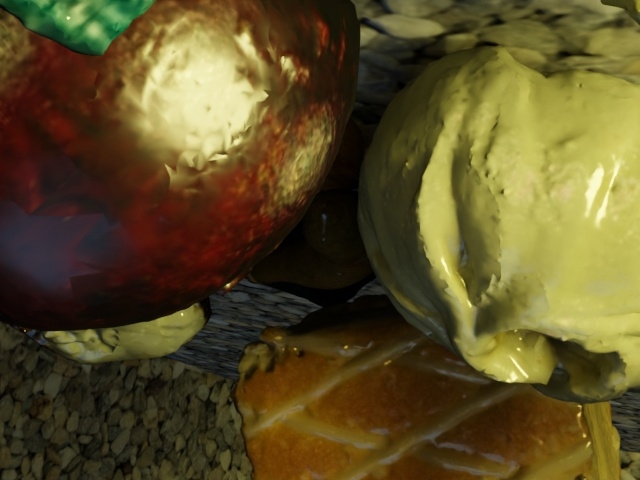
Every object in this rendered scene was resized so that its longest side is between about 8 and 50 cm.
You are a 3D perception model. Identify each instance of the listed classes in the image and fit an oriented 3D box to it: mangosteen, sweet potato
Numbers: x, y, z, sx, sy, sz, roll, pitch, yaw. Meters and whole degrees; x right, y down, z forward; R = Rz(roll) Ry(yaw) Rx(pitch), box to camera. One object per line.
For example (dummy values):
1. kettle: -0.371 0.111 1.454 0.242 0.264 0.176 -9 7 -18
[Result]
1. mangosteen: -0.123 -0.100 0.566 0.297 0.293 0.297 -13 -171 2
2. sweet potato: 0.006 0.002 0.987 0.108 0.079 0.346 9 166 -13

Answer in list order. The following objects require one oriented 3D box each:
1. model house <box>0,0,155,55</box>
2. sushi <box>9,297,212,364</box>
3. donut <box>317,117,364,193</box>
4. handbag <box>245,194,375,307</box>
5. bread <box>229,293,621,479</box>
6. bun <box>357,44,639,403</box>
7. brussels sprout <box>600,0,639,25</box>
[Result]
1. model house: -0.149 -0.160 0.332 0.185 0.291 0.253 1 161 27
2. sushi: -0.196 -0.045 0.864 0.234 0.207 0.348 -11 140 10
3. donut: -0.032 -0.088 0.925 0.152 0.058 0.152 12 165 3
4. handbag: -0.052 0.001 1.226 0.244 0.088 0.275 16 167 -7
5. bread: 0.135 0.238 1.147 0.390 0.371 0.279 -11 180 15
6. bun: 0.192 0.014 0.790 0.365 0.219 0.365 16 168 3
7. brussels sprout: 0.223 -0.130 0.473 0.181 0.100 0.139 15 155 0
